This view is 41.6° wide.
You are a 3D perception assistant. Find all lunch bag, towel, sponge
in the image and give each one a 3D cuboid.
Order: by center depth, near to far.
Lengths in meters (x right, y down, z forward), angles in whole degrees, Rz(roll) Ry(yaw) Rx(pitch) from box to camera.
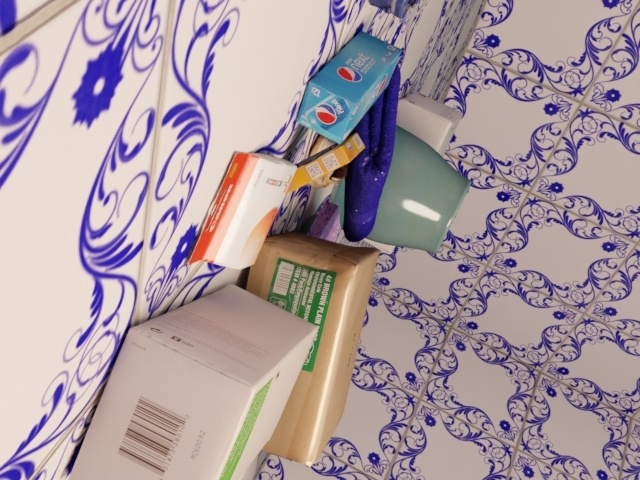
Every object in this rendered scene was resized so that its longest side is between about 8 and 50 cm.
[{"bbox_3d":[0.114,-0.365,1.198,0.098,0.065,0.067,-63,173,-10],"label":"lunch bag"},{"bbox_3d":[0.085,-0.147,1.416,0.308,0.076,0.228,97,-6,-71],"label":"towel"},{"bbox_3d":[0.000,0.000,1.637,0.117,0.031,0.210,-62,173,-8],"label":"sponge"}]

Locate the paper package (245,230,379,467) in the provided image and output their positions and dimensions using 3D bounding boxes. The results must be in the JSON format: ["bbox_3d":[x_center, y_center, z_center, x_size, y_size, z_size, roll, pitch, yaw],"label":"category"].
[{"bbox_3d":[-0.028,0.161,1.386,0.309,0.168,0.325,-22,125,-80],"label":"paper package"}]

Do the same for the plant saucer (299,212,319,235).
[{"bbox_3d":[-0.028,-0.005,1.642,0.119,0.021,0.119,-61,172,-15],"label":"plant saucer"}]

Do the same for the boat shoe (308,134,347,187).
[{"bbox_3d":[0.015,-0.118,1.394,0.063,0.059,0.170,-62,173,-11],"label":"boat shoe"}]

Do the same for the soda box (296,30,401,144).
[{"bbox_3d":[0.044,-0.220,1.184,0.210,0.071,0.067,-55,169,-51],"label":"soda box"}]

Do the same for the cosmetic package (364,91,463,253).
[{"bbox_3d":[0.220,-0.186,2.237,0.385,0.156,0.217,-66,171,23],"label":"cosmetic package"}]

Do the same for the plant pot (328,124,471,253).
[{"bbox_3d":[0.179,-0.102,1.846,0.272,0.255,0.272,-61,172,-14],"label":"plant pot"}]

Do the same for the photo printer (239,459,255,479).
[{"bbox_3d":[-0.217,0.510,1.742,0.307,0.107,0.256,100,17,-60],"label":"photo printer"}]

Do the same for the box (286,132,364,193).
[{"bbox_3d":[-0.010,-0.103,1.178,0.136,0.028,0.081,-23,-168,25],"label":"box"}]

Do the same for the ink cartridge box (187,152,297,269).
[{"bbox_3d":[-0.089,-0.034,1.015,0.145,0.045,0.179,-65,175,8],"label":"ink cartridge box"}]

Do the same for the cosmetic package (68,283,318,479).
[{"bbox_3d":[-0.135,0.186,1.032,0.365,0.155,0.197,-22,136,-78],"label":"cosmetic package"}]
